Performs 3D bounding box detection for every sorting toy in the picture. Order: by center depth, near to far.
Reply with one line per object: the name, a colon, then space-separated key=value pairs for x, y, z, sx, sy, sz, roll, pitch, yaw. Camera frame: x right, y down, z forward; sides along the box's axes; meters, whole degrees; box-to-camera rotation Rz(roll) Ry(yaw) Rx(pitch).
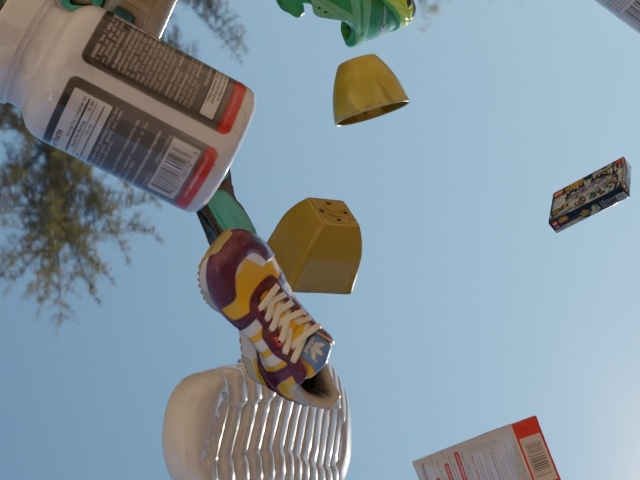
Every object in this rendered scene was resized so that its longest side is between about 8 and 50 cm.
sorting toy: x=-0.330 y=-0.392 z=1.430 sx=0.195 sy=0.348 sz=0.047 roll=28 pitch=-144 yaw=-9

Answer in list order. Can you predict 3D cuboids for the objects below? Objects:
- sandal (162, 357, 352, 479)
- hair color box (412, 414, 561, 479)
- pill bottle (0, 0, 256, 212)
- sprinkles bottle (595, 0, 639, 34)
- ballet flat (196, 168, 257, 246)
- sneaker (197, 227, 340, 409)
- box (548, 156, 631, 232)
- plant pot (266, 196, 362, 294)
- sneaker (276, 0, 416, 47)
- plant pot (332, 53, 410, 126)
sandal: x=-0.068 y=0.199 z=1.008 sx=0.102 sy=0.416 sz=0.170 roll=1 pitch=-105 yaw=23
hair color box: x=0.190 y=0.272 z=1.047 sx=0.053 sy=0.167 sz=0.093 roll=-4 pitch=-112 yaw=-42
pill bottle: x=-0.294 y=-0.207 z=1.314 sx=0.362 sy=0.210 sz=0.210 roll=27 pitch=-140 yaw=-14
sprinkles bottle: x=0.427 y=-0.386 z=1.291 sx=0.355 sy=0.121 sz=0.121 roll=36 pitch=-135 yaw=-1
ballet flat: x=-0.188 y=-0.069 z=1.513 sx=0.095 sy=0.096 sz=0.281 roll=-4 pitch=-127 yaw=-29
sneaker: x=-0.031 y=0.064 z=0.719 sx=0.083 sy=0.186 sz=0.070 roll=22 pitch=-119 yaw=34
box: x=0.439 y=-0.074 z=1.486 sx=0.027 sy=0.137 sz=0.094 roll=48 pitch=-144 yaw=-16
plant pot: x=0.000 y=0.000 z=0.990 sx=0.081 sy=0.083 sz=0.081 roll=4 pitch=-145 yaw=-30
sneaker: x=-0.014 y=-0.299 z=0.961 sx=0.295 sy=0.123 sz=0.110 roll=36 pitch=-151 yaw=-40
plant pot: x=0.075 y=-0.259 z=1.541 sx=0.134 sy=0.134 sz=0.095 roll=-17 pitch=-90 yaw=-28
